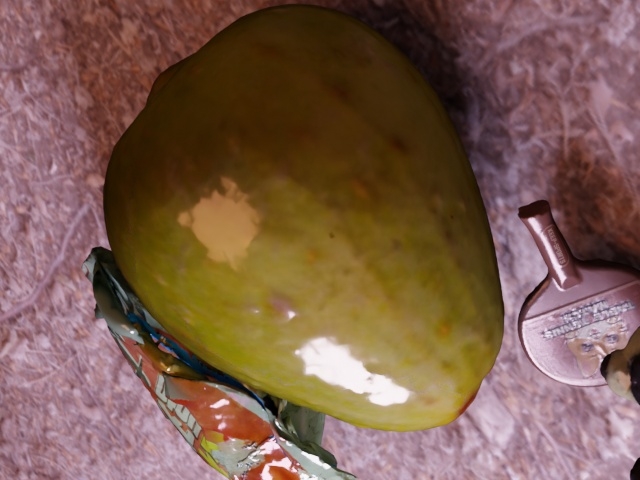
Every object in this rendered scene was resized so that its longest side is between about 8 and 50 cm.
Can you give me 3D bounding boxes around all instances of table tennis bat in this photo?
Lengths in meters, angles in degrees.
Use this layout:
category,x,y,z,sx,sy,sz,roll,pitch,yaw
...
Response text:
category,x,y,z,sx,sy,sz,roll,pitch,yaw
table tennis bat,0.183,0.012,1.063,0.107,0.119,0.170,-23,121,14

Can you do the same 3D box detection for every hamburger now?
category,x,y,z,sx,sy,sz,roll,pitch,yaw
hamburger,-0.080,0.091,1.222,0.276,0.150,0.260,54,167,-9

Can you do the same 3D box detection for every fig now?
category,x,y,z,sx,sy,sz,roll,pitch,yaw
fig,0.000,0.000,1.033,0.258,0.258,0.326,-30,100,44

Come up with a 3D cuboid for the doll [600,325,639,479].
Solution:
category,x,y,z,sx,sy,sz,roll,pitch,yaw
doll,0.300,0.128,0.953,0.234,0.143,0.135,29,113,26
